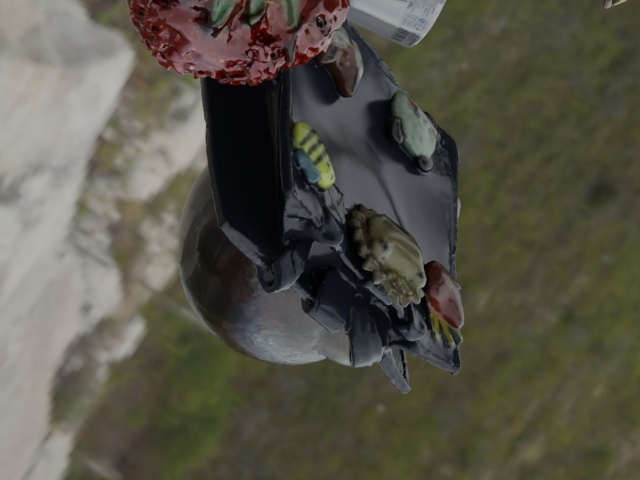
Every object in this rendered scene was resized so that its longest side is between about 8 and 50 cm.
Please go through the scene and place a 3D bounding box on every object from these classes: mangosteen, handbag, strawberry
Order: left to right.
[{"bbox_3d":[-0.082,-0.206,1.536,0.187,0.184,0.201,-45,-169,-29],"label":"strawberry"},{"bbox_3d":[-0.011,-0.001,2.230,0.330,0.330,0.330,-49,159,-25],"label":"mangosteen"},{"bbox_3d":[0.021,-0.052,1.712,0.122,0.329,0.303,-27,133,22],"label":"handbag"}]

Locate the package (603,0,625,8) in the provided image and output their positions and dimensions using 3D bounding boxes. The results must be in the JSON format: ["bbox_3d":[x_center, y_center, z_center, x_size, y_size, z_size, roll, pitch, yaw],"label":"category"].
[{"bbox_3d":[0.354,-0.289,1.908,0.031,0.121,0.108,-82,174,-64],"label":"package"}]

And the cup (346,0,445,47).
[{"bbox_3d":[0.068,-0.313,2.033,0.173,0.142,0.134,-52,-156,42],"label":"cup"}]
